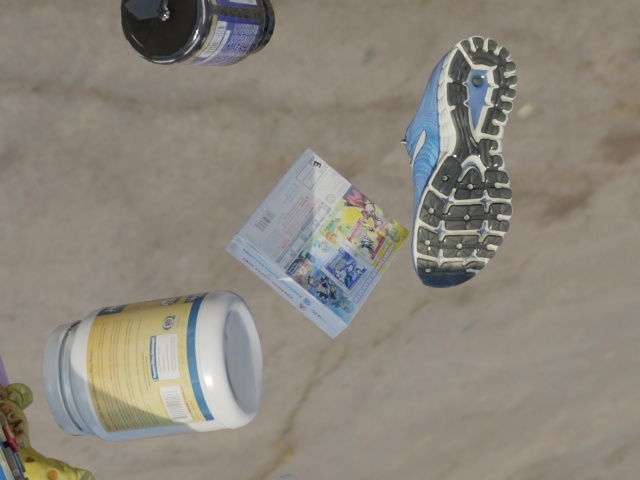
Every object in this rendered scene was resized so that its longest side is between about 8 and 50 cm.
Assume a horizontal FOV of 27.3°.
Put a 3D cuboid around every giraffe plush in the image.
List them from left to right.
[{"bbox_3d":[-0.392,0.273,1.595,0.210,0.170,0.181,-32,176,11],"label":"giraffe plush"}]

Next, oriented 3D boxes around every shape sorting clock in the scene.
[{"bbox_3d":[-0.333,0.218,1.393,0.040,0.206,0.206,-19,151,-10],"label":"shape sorting clock"}]

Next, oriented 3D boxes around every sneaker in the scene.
[{"bbox_3d":[0.180,-0.099,1.752,0.129,0.330,0.147,11,178,-14],"label":"sneaker"}]

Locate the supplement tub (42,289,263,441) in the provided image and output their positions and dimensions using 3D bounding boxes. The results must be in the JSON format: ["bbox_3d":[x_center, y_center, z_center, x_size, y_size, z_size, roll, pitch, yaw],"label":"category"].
[{"bbox_3d":[-0.173,0.134,1.380,0.199,0.144,0.144,-9,159,16],"label":"supplement tub"}]

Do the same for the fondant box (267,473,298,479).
[{"bbox_3d":[-0.052,0.356,1.176,0.238,0.330,0.096,-11,118,-28],"label":"fondant box"}]

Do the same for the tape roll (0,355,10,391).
[{"bbox_3d":[-0.526,0.221,1.655,0.275,0.090,0.275,-16,138,-15],"label":"tape roll"}]

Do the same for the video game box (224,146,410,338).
[{"bbox_3d":[0.000,0.000,1.740,0.205,0.187,0.048,-53,-178,-42],"label":"video game box"}]

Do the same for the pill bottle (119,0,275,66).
[{"bbox_3d":[-0.144,-0.278,1.643,0.123,0.123,0.219,-47,167,21],"label":"pill bottle"}]
